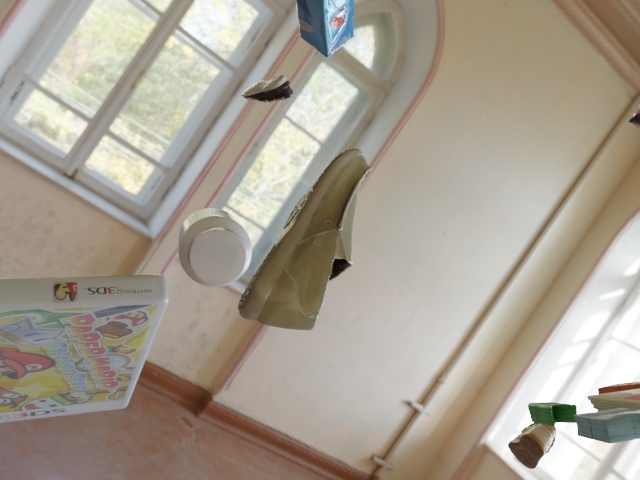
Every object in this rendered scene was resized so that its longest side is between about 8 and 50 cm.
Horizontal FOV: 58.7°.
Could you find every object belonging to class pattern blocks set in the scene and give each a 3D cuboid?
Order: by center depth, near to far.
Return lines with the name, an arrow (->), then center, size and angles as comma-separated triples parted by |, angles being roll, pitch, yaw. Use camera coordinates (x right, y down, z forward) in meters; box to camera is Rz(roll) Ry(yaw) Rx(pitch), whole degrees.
pattern blocks set -> 0.366, 0.148, 0.520 | 0.324, 0.026, 0.285 | -7, -12, 3

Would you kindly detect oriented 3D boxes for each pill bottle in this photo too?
pill bottle -> -0.229, 0.015, 1.226 | 0.152, 0.152, 0.272 | 35, 0, -16

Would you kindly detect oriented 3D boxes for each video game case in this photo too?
video game case -> -0.233, 0.090, 0.409 | 0.206, 0.227, 0.026 | 0, 58, -26

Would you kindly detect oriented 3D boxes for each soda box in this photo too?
soda box -> 0.005, -0.391, 0.882 | 0.071, 0.067, 0.210 | 43, -16, 20

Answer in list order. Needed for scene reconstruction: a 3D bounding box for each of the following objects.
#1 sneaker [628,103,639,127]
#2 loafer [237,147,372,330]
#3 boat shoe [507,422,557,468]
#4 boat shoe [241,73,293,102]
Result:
sneaker -> 0.399, -0.124, 0.554 | 0.178, 0.077, 0.072 | 13, 16, -18
loafer -> 0.000, 0.000, 0.681 | 0.092, 0.268, 0.102 | 35, -30, -7
boat shoe -> 0.394, 0.372, 1.044 | 0.063, 0.059, 0.170 | 48, -17, 23
boat shoe -> -0.095, -0.263, 1.009 | 0.125, 0.046, 0.038 | 0, -46, 47
